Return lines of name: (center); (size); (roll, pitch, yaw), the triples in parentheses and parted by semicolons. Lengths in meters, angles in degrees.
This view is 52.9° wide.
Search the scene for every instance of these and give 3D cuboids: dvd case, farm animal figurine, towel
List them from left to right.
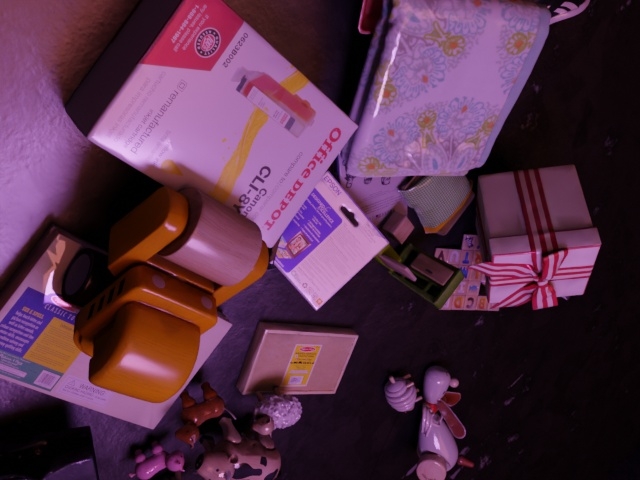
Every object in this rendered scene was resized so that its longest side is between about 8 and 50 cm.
farm animal figurine: (-0.215, 0.475, 1.356); (0.327, 0.172, 0.330); (7, 118, -36)
dvd case: (0.110, -0.131, 1.375); (0.179, 0.029, 0.238); (-20, 125, -25)
towel: (0.225, -0.280, 1.215); (0.321, 0.090, 0.374); (-4, 132, -24)

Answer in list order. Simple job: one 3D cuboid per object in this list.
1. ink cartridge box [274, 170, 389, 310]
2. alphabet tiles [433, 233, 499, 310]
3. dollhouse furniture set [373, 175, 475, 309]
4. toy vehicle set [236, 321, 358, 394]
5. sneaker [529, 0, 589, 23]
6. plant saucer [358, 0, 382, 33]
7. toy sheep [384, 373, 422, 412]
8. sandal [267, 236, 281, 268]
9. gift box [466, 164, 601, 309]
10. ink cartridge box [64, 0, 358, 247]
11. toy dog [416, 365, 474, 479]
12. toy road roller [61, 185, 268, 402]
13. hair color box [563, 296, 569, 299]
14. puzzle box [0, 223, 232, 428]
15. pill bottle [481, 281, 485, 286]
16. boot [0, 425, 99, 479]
ink cartridge box: (0.000, 0.000, 1.311); (0.208, 0.045, 0.206); (-42, 106, -5)
alphabet tiles: (0.382, 0.083, 1.648); (0.237, 0.009, 0.198); (4, 100, -27)
dollhouse furniture set: (0.265, -0.037, 1.420); (0.301, 0.151, 0.197); (-52, 139, -7)
toy vehicle set: (-0.049, 0.274, 1.478); (0.267, 0.035, 0.166); (10, 108, -37)
sneaker: (0.499, -0.538, 1.389); (0.217, 0.079, 0.121); (-30, 129, -16)
plant saucer: (0.196, -0.488, 1.114); (0.259, 0.047, 0.259); (-5, 128, -22)
toy sheep: (0.212, 0.399, 1.692); (0.091, 0.091, 0.132); (-36, 114, -14)
sandal: (-0.091, -0.034, 1.226); (0.040, 0.067, 0.179); (14, 94, -14)
gift box: (0.467, 0.010, 1.482); (0.276, 0.258, 0.255); (-10, 145, 11)
ink cartridge box: (-0.163, -0.201, 1.065); (0.385, 0.160, 0.279); (34, 93, -41)
toy dog: (0.355, 0.523, 1.784); (0.161, 0.220, 0.333); (4, 127, 8)
toy road roller: (-0.242, 0.100, 1.004); (0.330, 0.240, 0.202); (-35, 136, 25)
hair color box: (0.597, 0.085, 1.730); (0.053, 0.167, 0.093); (-50, 131, -1)
puzzle box: (-0.390, 0.174, 1.182); (0.272, 0.052, 0.409); (-52, 131, 1)
pill bottle: (0.457, 0.110, 1.730); (0.043, 0.043, 0.083); (-49, 130, -3)
boot: (-0.572, 0.569, 1.172); (0.367, 0.146, 0.445); (-18, 132, -32)
